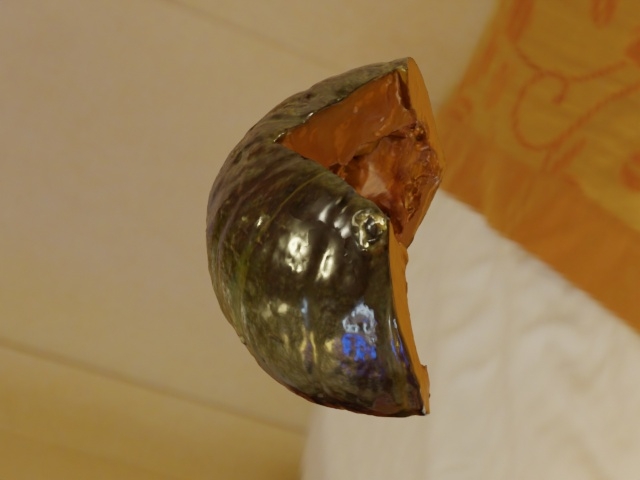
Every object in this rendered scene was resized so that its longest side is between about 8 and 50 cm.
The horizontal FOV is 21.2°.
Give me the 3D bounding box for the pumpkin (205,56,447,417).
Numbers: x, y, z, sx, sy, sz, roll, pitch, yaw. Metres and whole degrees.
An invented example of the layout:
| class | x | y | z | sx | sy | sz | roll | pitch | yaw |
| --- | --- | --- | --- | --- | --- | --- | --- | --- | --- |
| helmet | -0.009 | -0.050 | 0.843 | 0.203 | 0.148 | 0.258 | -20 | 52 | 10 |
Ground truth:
| class | x | y | z | sx | sy | sz | roll | pitch | yaw |
| --- | --- | --- | --- | --- | --- | --- | --- | --- | --- |
| pumpkin | 0.000 | 0.000 | 0.782 | 0.183 | 0.108 | 0.119 | -83 | -14 | -51 |
